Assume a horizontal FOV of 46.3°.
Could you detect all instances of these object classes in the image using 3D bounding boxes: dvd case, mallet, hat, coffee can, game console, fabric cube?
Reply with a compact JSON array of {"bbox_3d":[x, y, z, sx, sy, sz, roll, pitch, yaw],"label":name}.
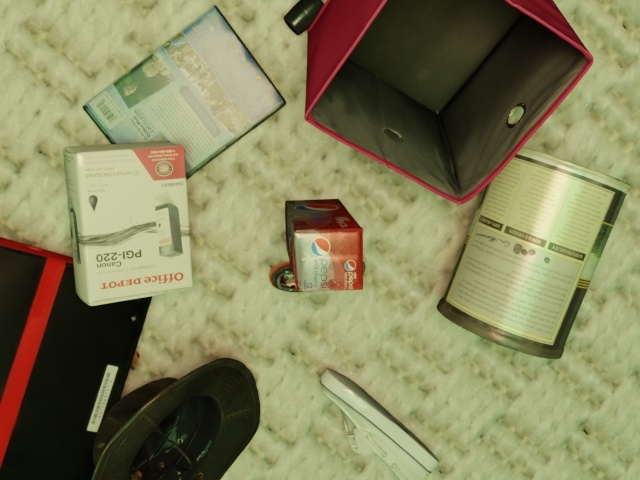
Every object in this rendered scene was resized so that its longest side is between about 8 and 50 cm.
[{"bbox_3d":[-0.204,-0.206,1.137,0.253,0.022,0.180,-37,103,2],"label":"dvd case"},{"bbox_3d":[0.032,-0.295,1.139,0.189,0.039,0.062,39,93,-16],"label":"mallet"},{"bbox_3d":[-0.251,0.303,1.164,0.134,0.331,0.331,28,100,35],"label":"hat"},{"bbox_3d":[0.319,0.013,1.138,0.201,0.201,0.276,18,99,-9],"label":"coffee can"},{"bbox_3d":[-0.457,0.199,1.093,0.341,0.060,0.387,19,85,-32],"label":"game console"},{"bbox_3d":[0.149,-0.254,0.984,0.259,0.258,0.254,27,123,-19],"label":"fabric cube"}]

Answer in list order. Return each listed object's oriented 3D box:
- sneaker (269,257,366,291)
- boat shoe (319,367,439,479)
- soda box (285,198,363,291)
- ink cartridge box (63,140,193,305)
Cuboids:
[{"bbox_3d":[-0.001,0.059,1.185,0.157,0.065,0.061,-11,102,-3],"label":"sneaker"},{"bbox_3d":[0.083,0.316,1.229,0.258,0.095,0.084,43,90,-10],"label":"boat shoe"},{"bbox_3d":[0.000,0.000,1.072,0.092,0.263,0.084,-2,102,-5],"label":"soda box"},{"bbox_3d":[-0.276,-0.028,1.084,0.158,0.092,0.218,-8,105,-28],"label":"ink cartridge box"}]
